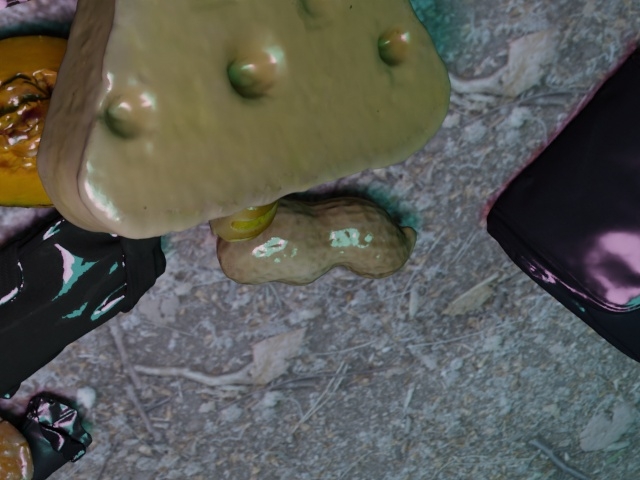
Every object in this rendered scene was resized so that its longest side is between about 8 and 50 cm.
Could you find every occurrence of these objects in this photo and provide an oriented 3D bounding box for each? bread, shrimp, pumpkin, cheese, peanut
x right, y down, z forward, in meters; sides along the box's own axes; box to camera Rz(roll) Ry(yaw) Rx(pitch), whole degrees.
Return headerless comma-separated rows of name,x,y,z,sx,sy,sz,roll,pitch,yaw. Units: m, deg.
bread,-0.071,-0.084,1.045,0.083,0.094,0.157,-7,81,-20
shrimp,-0.409,0.262,1.204,0.217,0.115,0.051,-26,169,19
pumpkin,-0.282,-0.095,0.988,0.279,0.111,0.163,-17,153,-10
cheese,-0.072,-0.204,0.901,0.384,0.104,0.383,-8,103,-37
peanut,0.000,0.001,1.153,0.228,0.085,0.104,-3,134,-19

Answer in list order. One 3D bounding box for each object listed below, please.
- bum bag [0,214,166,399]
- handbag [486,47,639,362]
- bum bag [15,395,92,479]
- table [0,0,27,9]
bum bag,-0.288,0.063,1.101,0.326,0.079,0.142,-32,129,9
handbag,0.370,-0.030,1.198,0.275,0.178,0.302,32,109,-34
bum bag,-0.342,0.258,1.235,0.087,0.049,0.198,37,110,-28
table,-0.340,-0.283,0.763,0.282,0.196,0.250,-18,129,-6
